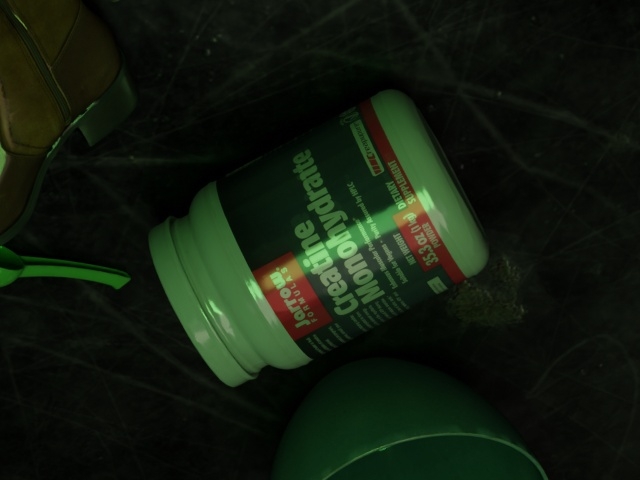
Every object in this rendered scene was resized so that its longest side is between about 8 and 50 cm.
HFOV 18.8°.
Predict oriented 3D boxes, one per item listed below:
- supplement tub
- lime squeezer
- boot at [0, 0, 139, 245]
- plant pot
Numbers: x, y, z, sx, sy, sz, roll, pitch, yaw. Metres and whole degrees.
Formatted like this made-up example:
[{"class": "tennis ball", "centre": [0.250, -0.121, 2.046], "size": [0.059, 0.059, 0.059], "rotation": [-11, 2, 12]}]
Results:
[{"class": "supplement tub", "centre": [0.000, 0.000, 1.775], "size": [0.272, 0.191, 0.191], "rotation": [-28, 132, 6]}, {"class": "lime squeezer", "centre": [-0.293, -0.020, 1.752], "size": [0.110, 0.059, 0.310], "rotation": [-29, 131, 8]}, {"class": "boot", "centre": [-0.292, -0.136, 1.569], "size": [0.264, 0.096, 0.280], "rotation": [-39, 139, -9]}, {"class": "plant pot", "centre": [0.070, 0.234, 1.995], "size": [0.290, 0.195, 0.290], "rotation": [-9, 132, -10]}]
